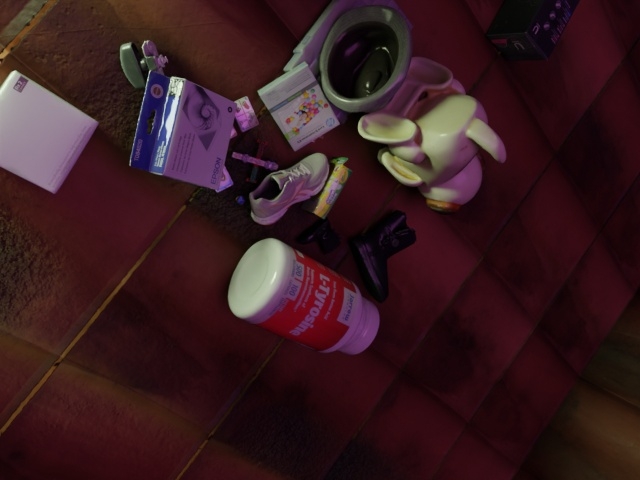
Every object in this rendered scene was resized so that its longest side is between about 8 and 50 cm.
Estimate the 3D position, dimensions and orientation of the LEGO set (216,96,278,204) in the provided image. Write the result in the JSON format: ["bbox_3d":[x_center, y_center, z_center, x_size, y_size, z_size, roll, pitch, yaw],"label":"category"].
[{"bbox_3d":[-0.221,-0.221,1.391,0.182,0.060,0.244,-30,112,-12],"label":"LEGO set"}]

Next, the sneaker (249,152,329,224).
[{"bbox_3d":[-0.079,-0.152,1.424,0.262,0.099,0.121,-43,159,-15],"label":"sneaker"}]

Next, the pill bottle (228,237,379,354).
[{"bbox_3d":[-0.033,0.175,1.500,0.407,0.229,0.229,30,88,-34],"label":"pill bottle"}]

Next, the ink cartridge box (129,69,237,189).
[{"bbox_3d":[-0.307,-0.247,1.237,0.224,0.045,0.224,12,90,-48],"label":"ink cartridge box"}]

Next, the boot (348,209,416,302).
[{"bbox_3d":[0.219,0.050,1.692,0.207,0.094,0.247,-30,112,-16],"label":"boot"}]

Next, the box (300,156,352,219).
[{"bbox_3d":[0.020,-0.151,1.507,0.043,0.105,0.179,29,89,-27],"label":"box"}]

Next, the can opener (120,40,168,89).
[{"bbox_3d":[-0.373,-0.321,1.254,0.093,0.074,0.281,-12,113,10],"label":"can opener"}]

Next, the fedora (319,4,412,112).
[{"bbox_3d":[0.125,-0.442,1.379,0.124,0.243,0.276,29,63,-65],"label":"fedora"}]

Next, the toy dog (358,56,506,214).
[{"bbox_3d":[0.349,-0.260,1.521,0.285,0.395,0.408,-63,151,-17],"label":"toy dog"}]

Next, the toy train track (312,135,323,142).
[{"bbox_3d":[-0.010,-0.312,1.498,0.048,0.014,0.083,19,89,-26],"label":"toy train track"}]

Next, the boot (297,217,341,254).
[{"bbox_3d":[-0.001,0.000,1.579,0.121,0.045,0.099,-39,124,-16],"label":"boot"}]

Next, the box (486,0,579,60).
[{"bbox_3d":[0.678,-0.721,1.693,0.143,0.165,0.270,29,88,-34],"label":"box"}]

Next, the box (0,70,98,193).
[{"bbox_3d":[-0.592,-0.222,1.111,0.181,0.119,0.181,33,87,-34],"label":"box"}]

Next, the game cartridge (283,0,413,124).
[{"bbox_3d":[0.078,-0.526,1.460,0.230,0.068,0.355,39,83,-29],"label":"game cartridge"}]

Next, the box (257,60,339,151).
[{"bbox_3d":[-0.054,-0.346,1.406,0.145,0.038,0.186,-30,127,5],"label":"box"}]
